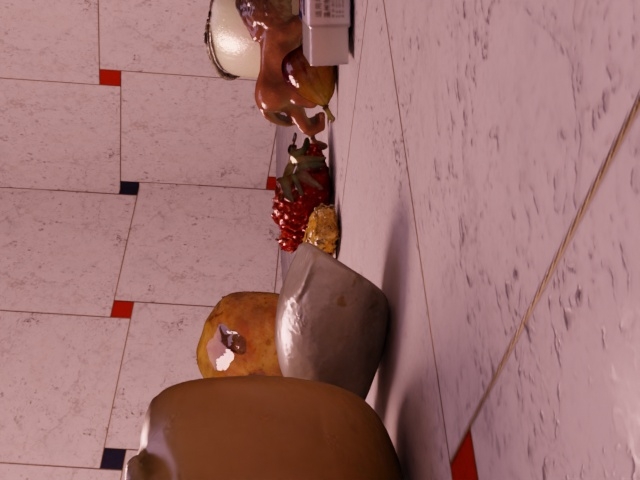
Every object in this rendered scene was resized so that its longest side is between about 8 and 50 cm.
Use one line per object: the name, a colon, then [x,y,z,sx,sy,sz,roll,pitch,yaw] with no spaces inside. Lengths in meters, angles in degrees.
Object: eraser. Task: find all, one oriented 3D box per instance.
eraser: [0.005,-0.347,1.277,0.124,0.068,0.210,-112,19,-70]

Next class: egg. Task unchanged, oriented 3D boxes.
egg: [-0.081,-0.425,1.795,0.286,0.174,0.264,-58,-23,-47]

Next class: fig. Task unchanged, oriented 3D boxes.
fig: [-0.006,-0.242,1.485,0.125,0.089,0.089,63,175,0]

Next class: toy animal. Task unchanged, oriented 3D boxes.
toy animal: [-0.066,-0.313,1.635,0.097,0.157,0.312,-176,85,-86]

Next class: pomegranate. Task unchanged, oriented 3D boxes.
pomegranate: [-0.138,0.246,2.166,0.281,0.281,0.281,178,90,-85]

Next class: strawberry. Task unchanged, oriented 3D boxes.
strawberry: [-0.017,-0.069,1.651,0.208,0.087,0.167,75,-147,-61]

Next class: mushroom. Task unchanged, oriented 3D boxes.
mushroom: [0.013,0.130,1.073,0.128,0.128,0.350,-97,4,-49]

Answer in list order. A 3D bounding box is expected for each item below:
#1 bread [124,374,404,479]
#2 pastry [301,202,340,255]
bread: [-0.035,0.327,0.907,0.348,0.253,0.376,86,-178,-68]
pastry: [0.000,0.000,1.564,0.140,0.056,0.080,98,170,-58]
